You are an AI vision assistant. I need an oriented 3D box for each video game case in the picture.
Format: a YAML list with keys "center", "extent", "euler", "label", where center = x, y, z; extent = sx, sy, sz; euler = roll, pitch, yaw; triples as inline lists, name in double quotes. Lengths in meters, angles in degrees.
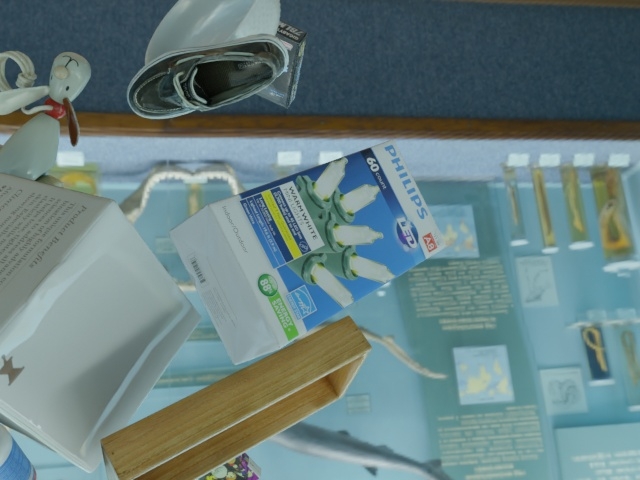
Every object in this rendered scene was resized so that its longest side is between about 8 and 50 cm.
- center: [-0.300, 0.568, 1.662]
  extent: [0.232, 0.210, 0.042]
  euler: [-36, -164, 10]
  label: "video game case"

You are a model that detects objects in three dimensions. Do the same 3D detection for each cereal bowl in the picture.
- center: [-0.222, -0.448, 1.501]
  extent: [0.339, 0.338, 0.141]
  euler: [-14, 141, 30]
  label: "cereal bowl"

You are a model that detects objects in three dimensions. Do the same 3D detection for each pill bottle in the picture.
- center: [-0.652, 0.432, 1.314]
  extent: [0.124, 0.124, 0.221]
  euler: [-5, 133, 0]
  label: "pill bottle"

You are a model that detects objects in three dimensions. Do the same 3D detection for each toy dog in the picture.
- center: [-0.570, -0.207, 1.317]
  extent: [0.220, 0.333, 0.161]
  euler: [8, -166, -1]
  label: "toy dog"

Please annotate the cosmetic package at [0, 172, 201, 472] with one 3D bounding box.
- center: [-0.495, 0.119, 1.133]
  extent: [0.394, 0.329, 0.327]
  euler: [14, 146, 31]
  label: "cosmetic package"

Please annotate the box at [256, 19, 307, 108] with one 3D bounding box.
- center: [-0.203, -0.600, 2.165]
  extent: [0.296, 0.073, 0.293]
  euler: [26, 149, 4]
  label: "box"

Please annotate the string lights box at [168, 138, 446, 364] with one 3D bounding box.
- center: [0.000, 0.000, 0.652]
  extent: [0.260, 0.133, 0.077]
  euler: [-26, 179, -44]
  label: "string lights box"

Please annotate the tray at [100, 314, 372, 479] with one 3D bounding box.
- center: [-0.126, 0.269, 1.046]
  extent: [0.411, 0.076, 0.202]
  euler: [-22, 154, -27]
  label: "tray"

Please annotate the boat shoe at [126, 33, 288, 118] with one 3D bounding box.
- center: [-0.226, -0.303, 1.256]
  extent: [0.335, 0.119, 0.121]
  euler: [-16, 117, 17]
  label: "boat shoe"
